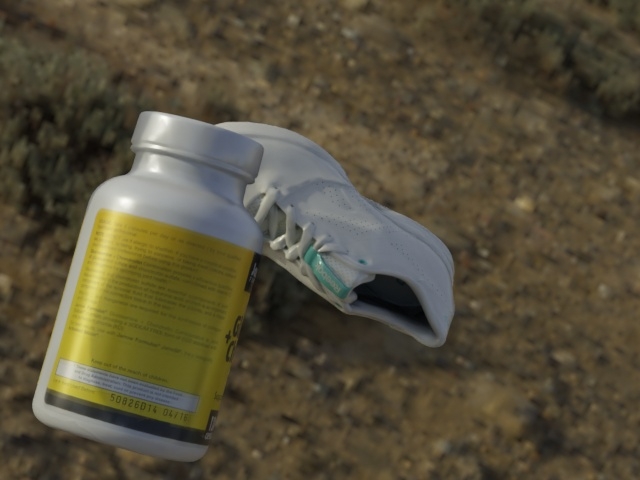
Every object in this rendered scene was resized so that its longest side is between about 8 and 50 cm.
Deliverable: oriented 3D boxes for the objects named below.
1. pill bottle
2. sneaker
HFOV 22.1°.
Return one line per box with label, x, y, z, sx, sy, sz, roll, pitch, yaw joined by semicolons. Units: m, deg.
pill bottle;-0.091;0.025;0.927;0.103;0.184;0.103;15;-5;1
sneaker;0.000;0.000;1.042;0.212;0.080;0.094;27;29;-17
